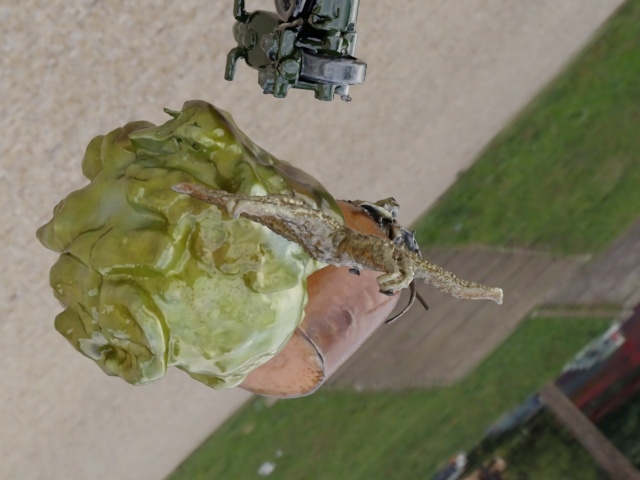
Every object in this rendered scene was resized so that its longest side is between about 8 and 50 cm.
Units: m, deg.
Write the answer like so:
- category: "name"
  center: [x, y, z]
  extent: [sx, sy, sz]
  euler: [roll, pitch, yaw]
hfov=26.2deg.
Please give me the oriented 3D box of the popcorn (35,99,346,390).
- category: "popcorn"
  center: [-0.144, 0.015, 1.404]
  extent: [0.312, 0.312, 0.312]
  euler: [-43, 174, -6]

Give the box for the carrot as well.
- category: "carrot"
  center: [0.004, 0.053, 1.768]
  extent: [0.214, 0.193, 0.331]
  euler: [12, -130, 45]

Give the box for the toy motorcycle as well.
- category: "toy motorcycle"
  center: [-0.014, -0.240, 1.338]
  extent: [0.275, 0.127, 0.205]
  euler: [-120, -144, -70]

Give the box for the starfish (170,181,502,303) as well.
- category: "starfish"
  center: [0.002, -0.005, 1.098]
  extent: [0.231, 0.295, 0.048]
  euler: [21, 92, -78]
